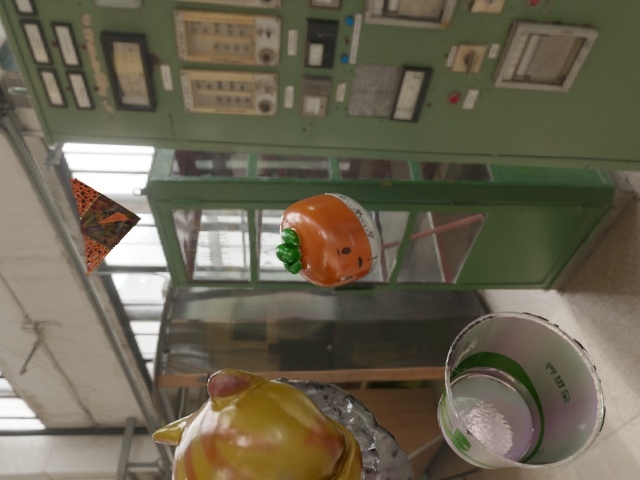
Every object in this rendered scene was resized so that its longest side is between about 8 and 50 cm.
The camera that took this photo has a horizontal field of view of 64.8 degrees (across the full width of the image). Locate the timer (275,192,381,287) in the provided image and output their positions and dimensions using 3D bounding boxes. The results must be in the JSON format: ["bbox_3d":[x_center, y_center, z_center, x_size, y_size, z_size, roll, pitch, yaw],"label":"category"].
[{"bbox_3d":[0.000,0.000,0.615,0.136,0.136,0.099,-100,19,-62],"label":"timer"}]

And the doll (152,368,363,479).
[{"bbox_3d":[-0.023,0.249,0.445,0.270,0.166,0.162,56,-156,20],"label":"doll"}]

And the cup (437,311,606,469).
[{"bbox_3d":[0.332,0.295,0.919,0.274,0.253,0.253,85,-178,-59],"label":"cup"}]

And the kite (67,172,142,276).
[{"bbox_3d":[-0.421,-0.035,1.011,0.008,0.125,0.223,42,135,53],"label":"kite"}]

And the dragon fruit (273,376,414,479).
[{"bbox_3d":[-0.017,0.346,0.642,0.221,0.203,0.283,120,165,-55],"label":"dragon fruit"}]
